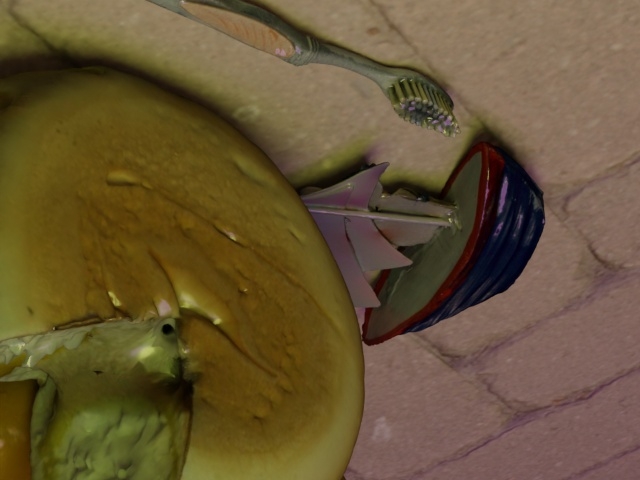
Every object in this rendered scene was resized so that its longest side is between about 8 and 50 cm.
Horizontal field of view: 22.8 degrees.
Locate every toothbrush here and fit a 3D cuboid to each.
[{"bbox_3d":[-0.047,-0.134,0.969,0.375,0.037,0.028,20,129,-38],"label":"toothbrush"}]

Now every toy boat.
[{"bbox_3d":[0.011,0.015,1.180,0.318,0.072,0.219,-10,143,-4],"label":"toy boat"}]

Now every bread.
[{"bbox_3d":[-0.119,0.050,0.974,0.333,0.333,0.160,19,147,-41],"label":"bread"}]

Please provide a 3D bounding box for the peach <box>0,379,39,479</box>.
[{"bbox_3d":[-0.260,0.127,1.089,0.251,0.153,0.251,-6,-178,0],"label":"peach"}]

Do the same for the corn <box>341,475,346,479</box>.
[{"bbox_3d":[-0.031,0.213,1.418,0.097,0.097,0.261,-19,145,4],"label":"corn"}]
